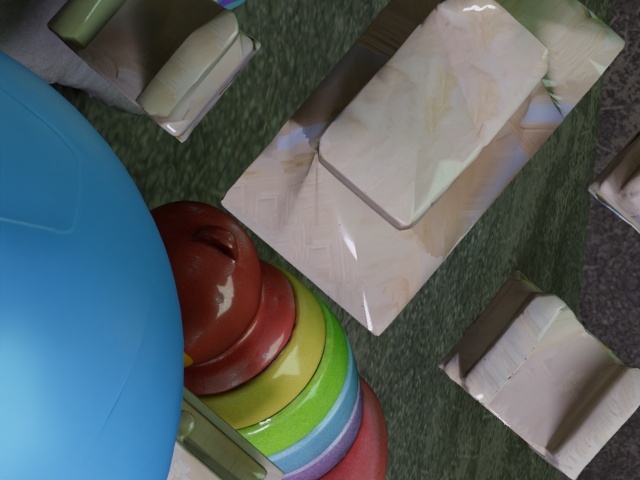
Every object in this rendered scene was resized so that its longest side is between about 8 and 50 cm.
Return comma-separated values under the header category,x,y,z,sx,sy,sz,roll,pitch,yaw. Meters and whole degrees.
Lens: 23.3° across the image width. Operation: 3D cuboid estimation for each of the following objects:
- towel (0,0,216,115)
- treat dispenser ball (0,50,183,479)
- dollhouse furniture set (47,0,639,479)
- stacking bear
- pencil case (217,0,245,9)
category,x,y,z,sx,sy,sz,roll,pitch,yaw
towel,-0.103,-0.217,0.929,0.187,0.049,0.282,14,106,-59
treat dispenser ball,-0.198,0.050,0.607,0.288,0.288,0.288,11,90,-69
dollhouse furniture set,0.000,0.000,0.916,0.394,0.362,0.256,-50,180,-2
stacking bear,-0.065,0.085,1.153,0.164,0.175,0.289,-64,147,-28
pencil case,-0.085,-0.230,1.056,0.070,0.064,0.152,-51,147,-30
